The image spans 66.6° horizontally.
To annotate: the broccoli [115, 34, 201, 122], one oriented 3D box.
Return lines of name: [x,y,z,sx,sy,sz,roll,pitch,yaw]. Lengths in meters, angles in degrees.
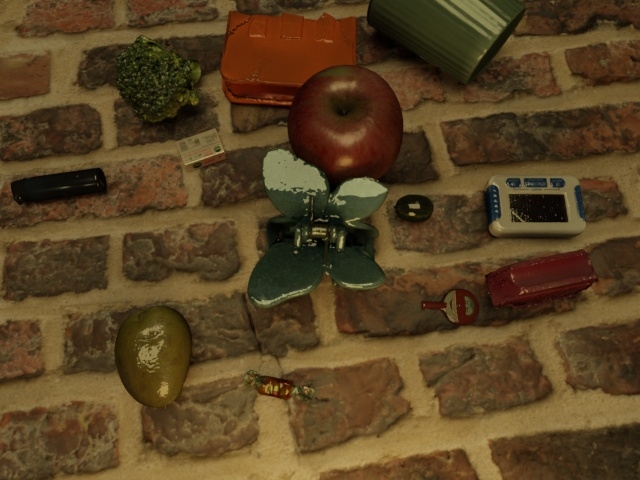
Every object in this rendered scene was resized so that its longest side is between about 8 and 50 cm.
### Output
broccoli: [-0.468,-0.471,1.451,0.246,0.248,0.288,-17,55,-45]

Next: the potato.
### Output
potato: [-0.398,0.285,1.177,0.174,0.159,0.251,-14,78,20]

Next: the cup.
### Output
cup: [0.397,-0.722,1.472,0.392,0.310,0.401,40,77,7]

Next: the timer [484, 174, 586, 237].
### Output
timer: [0.593,-0.094,1.361,0.254,0.078,0.178,1,72,1]

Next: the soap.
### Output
soap: [0.552,0.107,1.242,0.250,0.162,0.099,-11,70,-5]

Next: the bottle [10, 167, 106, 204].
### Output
bottle: [-0.738,-0.156,1.375,0.245,0.072,0.082,-10,59,-4]

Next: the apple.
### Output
apple: [0.067,-0.298,1.328,0.345,0.269,0.344,-1,68,3]

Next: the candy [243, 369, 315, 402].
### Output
candy: [-0.105,0.364,1.206,0.182,0.046,0.053,12,69,6]

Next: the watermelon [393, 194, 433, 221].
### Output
watermelon: [0.259,-0.090,1.357,0.111,0.078,0.078,3,70,1]

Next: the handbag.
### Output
handbag: [-0.097,-0.564,1.509,0.410,0.116,0.303,3,67,0]

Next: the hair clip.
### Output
hair clip: [0.000,0.000,1.234,0.318,0.238,0.392,2,73,0]

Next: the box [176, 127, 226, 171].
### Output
box: [-0.349,-0.266,1.432,0.125,0.043,0.089,-20,71,-8]

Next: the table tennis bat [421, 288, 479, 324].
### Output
table tennis bat: [0.346,0.174,1.296,0.155,0.019,0.098,3,70,-2]
